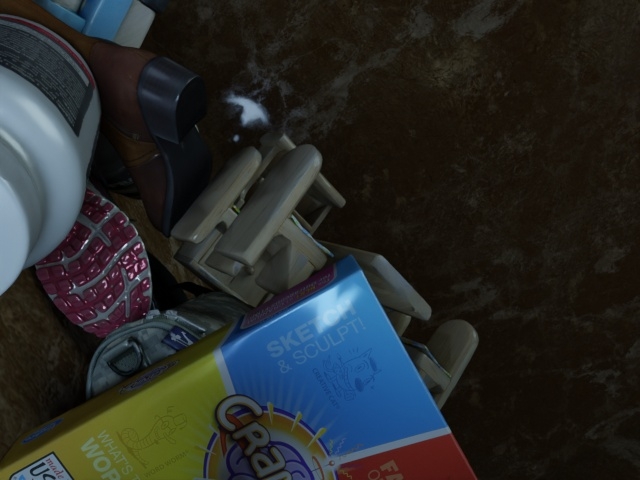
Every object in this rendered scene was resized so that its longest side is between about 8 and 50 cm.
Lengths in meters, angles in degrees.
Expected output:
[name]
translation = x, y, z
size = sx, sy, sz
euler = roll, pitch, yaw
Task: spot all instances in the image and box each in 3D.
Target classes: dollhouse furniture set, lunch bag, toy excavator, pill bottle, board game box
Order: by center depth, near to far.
[board game box]
translation = -0.053, 0.192, 0.478
size = 0.242, 0.317, 0.064
euler = 60, 0, -11
[pill bottle]
translation = -0.282, -0.076, 0.481
size = 0.176, 0.176, 0.318
euler = 61, 0, -31
[lunch bag]
translation = -0.117, 0.187, 0.662
size = 0.256, 0.213, 0.305
euler = 58, 2, 0
[dollhouse furniture set]
translation = 0.000, 0.000, 0.823
size = 0.362, 0.256, 0.394
euler = 45, -18, -32
[toy excavator]
translation = -0.434, -0.399, 0.892
size = 0.433, 0.222, 0.445
euler = 36, 11, 29

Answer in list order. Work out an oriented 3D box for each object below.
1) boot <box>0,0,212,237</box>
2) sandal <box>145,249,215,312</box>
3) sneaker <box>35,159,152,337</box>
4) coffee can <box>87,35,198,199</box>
[boot]
translation = -0.279, -0.145, 0.718
size = 0.280, 0.096, 0.264
euler = 25, -33, 10
[sandal]
translation = -0.169, 0.190, 0.998
size = 0.445, 0.107, 0.167
euler = 61, 0, -17
[sneaker]
translation = -0.284, -0.023, 0.705
size = 0.299, 0.121, 0.112
euler = 60, -3, 10
[coffee can]
translation = -0.320, -0.176, 0.932
size = 0.201, 0.202, 0.275
euler = 61, 0, 2
